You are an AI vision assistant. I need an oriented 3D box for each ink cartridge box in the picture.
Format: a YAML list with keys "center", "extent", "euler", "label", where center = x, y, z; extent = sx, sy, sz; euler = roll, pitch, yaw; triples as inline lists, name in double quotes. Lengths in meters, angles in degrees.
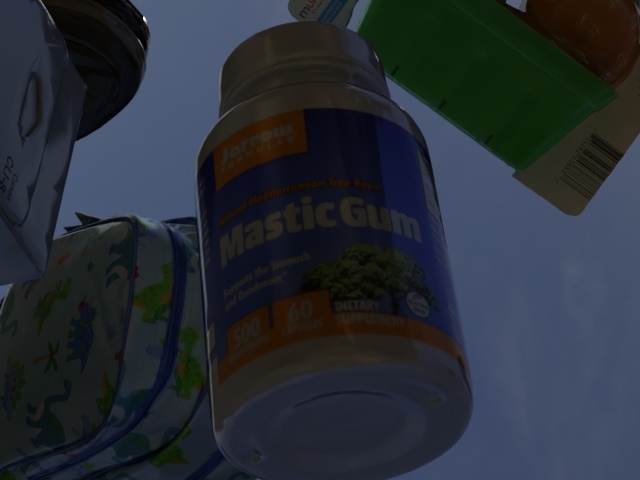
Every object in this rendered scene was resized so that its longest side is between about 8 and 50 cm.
- center: [-0.211, -0.054, 0.699]
  extent: [0.176, 0.127, 0.128]
  euler: [-10, -134, 14]
  label: "ink cartridge box"

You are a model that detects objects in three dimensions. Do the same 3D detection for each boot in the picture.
- center: [-0.239, -0.196, 1.240]
  extent: [0.377, 0.138, 0.284]
  euler: [-11, -139, 41]
  label: "boot"

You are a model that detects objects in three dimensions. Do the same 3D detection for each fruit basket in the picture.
- center: [0.199, -0.253, 1.438]
  extent: [0.353, 0.327, 0.165]
  euler: [-55, -174, -1]
  label: "fruit basket"

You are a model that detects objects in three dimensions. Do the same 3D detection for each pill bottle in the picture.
- center: [0.000, 0.000, 0.986]
  extent: [0.152, 0.152, 0.272]
  euler: [-43, -138, 38]
  label: "pill bottle"

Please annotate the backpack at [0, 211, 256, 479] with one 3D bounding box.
- center: [-0.159, 0.111, 1.400]
  extent: [0.355, 0.273, 0.290]
  euler: [-7, -120, 35]
  label: "backpack"
